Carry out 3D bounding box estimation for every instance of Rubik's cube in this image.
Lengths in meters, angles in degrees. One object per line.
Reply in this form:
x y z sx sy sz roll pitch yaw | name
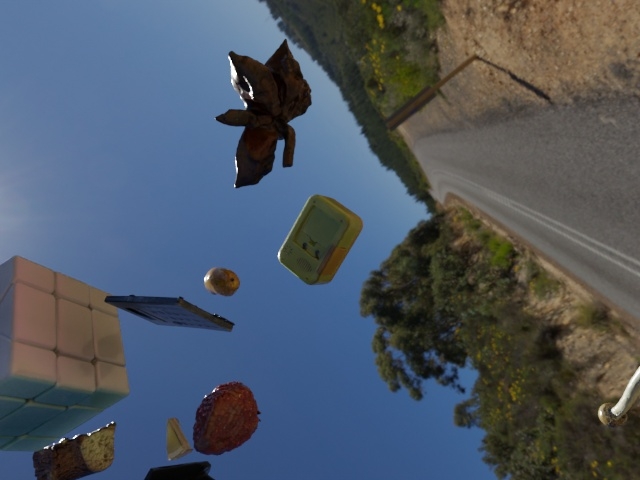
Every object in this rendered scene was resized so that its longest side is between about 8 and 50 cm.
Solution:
-0.709 0.284 1.054 0.316 0.322 0.318 45 -165 -55 | Rubik's cube

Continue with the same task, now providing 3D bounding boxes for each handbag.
-0.472 0.784 1.239 0.269 0.325 0.118 24 -166 -46 | handbag

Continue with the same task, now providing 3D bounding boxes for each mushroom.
0.531 0.182 0.664 0.068 0.306 0.043 2 -144 -39 | mushroom

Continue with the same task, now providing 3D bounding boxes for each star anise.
-0.077 -0.195 0.674 0.111 0.212 0.196 9 -152 8 | star anise

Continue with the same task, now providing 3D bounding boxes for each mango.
-0.307 0.127 1.346 0.075 0.190 0.098 -31 -80 -34 | mango

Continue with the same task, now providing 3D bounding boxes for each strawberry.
-0.179 0.342 0.836 0.131 0.131 0.148 50 179 -6 | strawberry

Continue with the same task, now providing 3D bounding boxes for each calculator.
-0.324 0.153 0.922 0.161 0.262 0.021 42 -127 -45 | calculator

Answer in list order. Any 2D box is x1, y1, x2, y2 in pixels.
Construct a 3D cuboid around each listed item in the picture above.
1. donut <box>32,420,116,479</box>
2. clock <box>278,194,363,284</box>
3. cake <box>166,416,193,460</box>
-0.696 0.618 1.254 0.187 0.144 0.126 10 -129 -50 | donut
0.000 0.000 1.090 0.143 0.202 0.096 37 -166 23 | clock
-0.435 0.587 1.297 0.121 0.065 0.052 50 -177 32 | cake
